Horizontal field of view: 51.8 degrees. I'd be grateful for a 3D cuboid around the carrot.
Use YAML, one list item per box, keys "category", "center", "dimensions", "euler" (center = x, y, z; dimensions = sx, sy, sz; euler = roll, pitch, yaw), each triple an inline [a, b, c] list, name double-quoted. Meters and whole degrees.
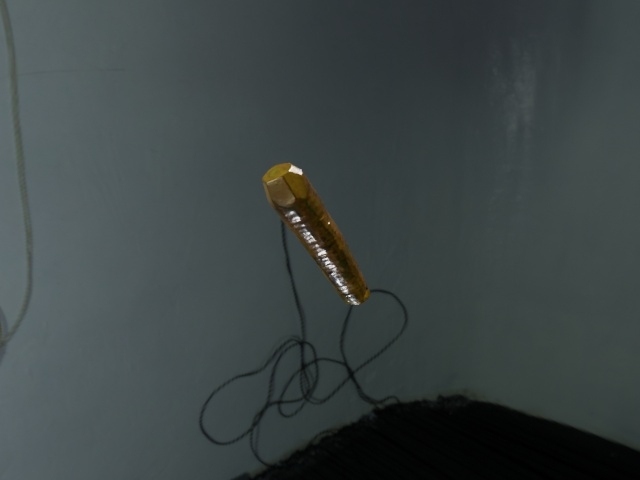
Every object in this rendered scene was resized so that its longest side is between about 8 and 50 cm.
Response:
- category: "carrot"
  center: [0.000, 0.000, 0.614]
  dimensions: [0.042, 0.042, 0.170]
  euler: [-48, 129, -21]
